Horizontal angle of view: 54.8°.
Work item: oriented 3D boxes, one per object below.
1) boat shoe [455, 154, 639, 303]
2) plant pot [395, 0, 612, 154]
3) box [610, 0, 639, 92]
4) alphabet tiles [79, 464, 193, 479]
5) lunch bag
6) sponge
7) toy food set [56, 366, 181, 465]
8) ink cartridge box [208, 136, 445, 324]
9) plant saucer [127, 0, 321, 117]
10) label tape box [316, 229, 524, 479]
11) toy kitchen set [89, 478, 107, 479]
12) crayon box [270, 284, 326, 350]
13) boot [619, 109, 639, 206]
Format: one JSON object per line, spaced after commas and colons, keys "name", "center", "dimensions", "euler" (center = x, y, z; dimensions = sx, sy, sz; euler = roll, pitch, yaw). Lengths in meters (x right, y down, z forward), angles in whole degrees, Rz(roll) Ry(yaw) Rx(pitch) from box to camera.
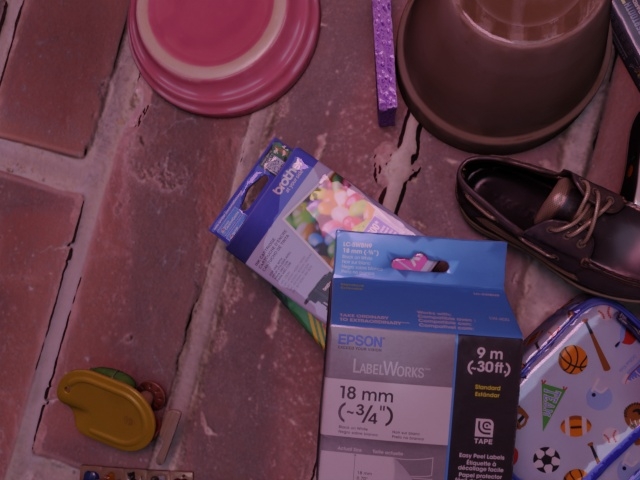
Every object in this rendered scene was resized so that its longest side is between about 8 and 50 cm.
{"name": "boat shoe", "center": [0.327, -0.021, 0.829], "dimensions": [0.355, 0.130, 0.132], "euler": [24, 85, 36]}
{"name": "plant pot", "center": [0.258, -0.302, 0.847], "dimensions": [0.323, 0.280, 0.323], "euler": [-1, 87, 9]}
{"name": "box", "center": [0.522, -0.362, 0.922], "dimensions": [0.183, 0.059, 0.233], "euler": [-26, 84, 6]}
{"name": "alphabet tiles", "center": [-0.324, 0.474, 1.015], "dimensions": [0.237, 0.009, 0.198], "euler": [0, 87, 9]}
{"name": "lunch bag", "center": [0.379, 0.236, 0.877], "dimensions": [0.303, 0.115, 0.243], "euler": [-44, 84, 4]}
{"name": "sponge", "center": [0.098, -0.289, 0.950], "dimensions": [0.031, 0.117, 0.210], "euler": [-3, 86, 6]}
{"name": "toy food set", "center": [-0.315, 0.267, 1.004], "dimensions": [0.217, 0.071, 0.128], "euler": [19, 113, 11]}
{"name": "ink cartridge box", "center": [0.000, 0.000, 0.893], "dimensions": [0.311, 0.065, 0.186], "euler": [36, 91, 11]}
{"name": "plant saucer", "center": [-0.168, -0.372, 1.012], "dimensions": [0.332, 0.084, 0.332], "euler": [0, 87, 9]}
{"name": "label tape box", "center": [0.123, 0.161, 0.792], "dimensions": [0.240, 0.106, 0.334], "euler": [4, 92, 1]}
{"name": "toy kitchen set", "center": [-0.359, 0.456, 0.896], "dimensions": [0.122, 0.207, 0.166], "euler": [-7, 83, -22]}
{"name": "crayon box", "center": [0.104, 0.122, 0.939], "dimensions": [0.202, 0.081, 0.318], "euler": [-43, 82, 3]}
{"name": "boot", "center": [0.530, -0.062, 0.889], "dimensions": [0.176, 0.088, 0.244], "euler": [14, 85, 7]}
